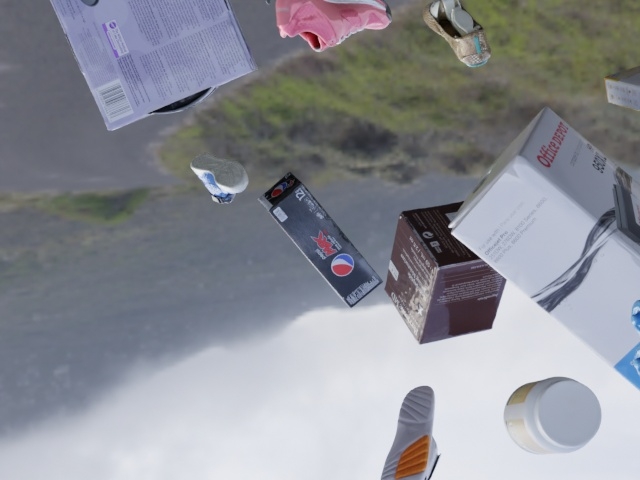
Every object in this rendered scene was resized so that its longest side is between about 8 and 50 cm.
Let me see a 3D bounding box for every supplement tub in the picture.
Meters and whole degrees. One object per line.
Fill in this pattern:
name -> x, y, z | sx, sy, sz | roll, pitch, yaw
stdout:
supplement tub -> 0.442, 0.335, 2.222 | 0.144, 0.144, 0.200 | -6, 170, -9

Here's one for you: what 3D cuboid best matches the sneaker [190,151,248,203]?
sneaker -> -0.162, -0.099, 2.045 | 0.152, 0.085, 0.058 | 23, -114, 46

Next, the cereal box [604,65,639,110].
cereal box -> 0.547, -0.225, 1.679 | 0.173, 0.047, 0.240 | -18, -161, -14

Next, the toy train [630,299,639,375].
toy train -> 0.393, 0.130, 1.266 | 0.080, 0.184, 0.105 | -7, 179, -11

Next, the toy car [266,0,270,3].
toy car -> -0.134, -0.500, 2.014 | 0.149, 0.188, 0.155 | -24, 160, 30

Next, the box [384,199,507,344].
box -> 0.241, 0.059, 2.217 | 0.167, 0.203, 0.168 | -10, -137, -22

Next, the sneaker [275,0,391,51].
sneaker -> 0.019, -0.454, 2.415 | 0.313, 0.136, 0.116 | 4, -178, -43

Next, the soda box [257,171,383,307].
soda box -> 0.000, 0.000, 1.396 | 0.053, 0.169, 0.060 | -40, -156, -2

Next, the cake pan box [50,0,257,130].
cake pan box -> -0.251, -0.321, 1.742 | 0.245, 0.267, 0.070 | -23, -173, 9

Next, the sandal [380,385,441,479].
sandal -> 0.193, 0.409, 2.275 | 0.102, 0.265, 0.076 | -13, 133, 37

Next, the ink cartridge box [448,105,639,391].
ink cartridge box -> 0.412, 0.012, 1.724 | 0.166, 0.395, 0.285 | -51, 179, 27

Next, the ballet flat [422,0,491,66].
ballet flat -> 0.220, -0.357, 1.887 | 0.073, 0.067, 0.206 | -22, -139, -9
